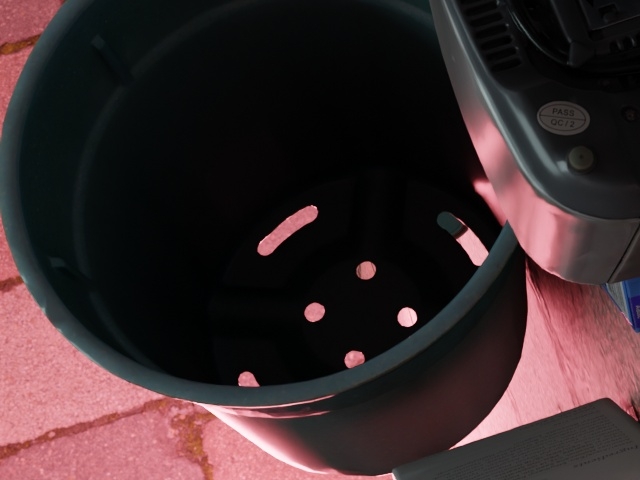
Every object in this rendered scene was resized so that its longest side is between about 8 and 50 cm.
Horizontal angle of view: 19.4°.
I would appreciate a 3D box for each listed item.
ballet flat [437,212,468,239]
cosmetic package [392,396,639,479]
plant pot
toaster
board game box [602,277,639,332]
[{"bbox_3d":[0.075,-0.100,1.503,0.068,0.072,0.213,-85,-18,-69],"label":"ballet flat"},{"bbox_3d":[0.144,0.202,1.106,0.183,0.151,0.151,-127,20,-80],"label":"cosmetic package"},{"bbox_3d":[0.000,0.000,1.276,0.334,0.341,0.341,62,-172,-64],"label":"plant pot"},{"bbox_3d":[0.099,-0.091,0.642,0.146,0.129,0.227,76,175,-71],"label":"toaster"},{"bbox_3d":[0.127,-0.085,0.881,0.160,0.047,0.210,-112,6,-64],"label":"board game box"}]
